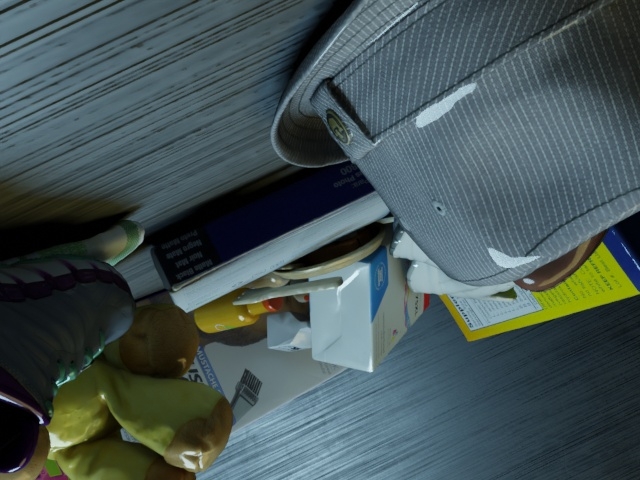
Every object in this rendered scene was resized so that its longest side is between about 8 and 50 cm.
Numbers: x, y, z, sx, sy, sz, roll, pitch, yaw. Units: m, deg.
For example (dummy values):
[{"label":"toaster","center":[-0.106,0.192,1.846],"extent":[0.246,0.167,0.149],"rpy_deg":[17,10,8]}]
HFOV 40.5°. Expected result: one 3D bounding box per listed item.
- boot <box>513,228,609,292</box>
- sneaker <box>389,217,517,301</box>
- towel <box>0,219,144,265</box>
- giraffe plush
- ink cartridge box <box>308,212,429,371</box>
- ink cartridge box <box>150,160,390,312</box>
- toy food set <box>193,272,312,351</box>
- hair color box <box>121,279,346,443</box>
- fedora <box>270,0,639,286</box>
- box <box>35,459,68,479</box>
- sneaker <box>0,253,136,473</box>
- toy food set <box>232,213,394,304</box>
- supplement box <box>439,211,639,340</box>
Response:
[{"label":"boot","center":[0.193,-0.047,0.688],"extent":[0.264,0.096,0.280],"rpy_deg":[-58,162,24]},{"label":"sneaker","center":[0.148,-0.006,0.887],"extent":[0.129,0.111,0.297],"rpy_deg":[14,170,18]},{"label":"towel","center":[-0.186,0.026,0.486],"extent":[0.152,0.023,0.113],"rpy_deg":[-18,169,-47]},{"label":"giraffe plush","center":[-0.192,0.110,0.593],"extent":[0.170,0.210,0.181],"rpy_deg":[9,119,-54]},{"label":"ink cartridge box","center":[0.071,0.039,1.018],"extent":[0.078,0.134,0.231],"rpy_deg":[8,-156,25]},{"label":"ink cartridge box","center":[-0.027,-0.015,0.703],"extent":[0.223,0.045,0.224],"rpy_deg":[-26,175,-11]},{"label":"toy food set","center":[-0.026,0.061,0.988],"extent":[0.105,0.111,0.232],"rpy_deg":[-14,159,37]},{"label":"hair color box","center":[-0.143,0.145,1.039],"extent":[0.339,0.185,0.110],"rpy_deg":[-22,173,-47]},{"label":"fedora","center":[0.108,-0.061,0.398],"extent":[0.244,0.124,0.275],"rpy_deg":[-24,176,-24]},{"label":"box","center":[-0.411,0.299,1.153],"extent":[0.117,0.213,0.243],"rpy_deg":[-27,175,19]},{"label":"sneaker","center":[-0.146,0.062,0.403],"extent":[0.083,0.098,0.224],"rpy_deg":[-35,166,13]},{"label":"toy food set","center":[0.000,0.000,0.858],"extent":[0.132,0.038,0.192],"rpy_deg":[-11,-163,28]},{"label":"supplement box","center":[0.276,-0.035,1.037],"extent":[0.195,0.194,0.356],"rpy_deg":[-35,-179,-27]}]
